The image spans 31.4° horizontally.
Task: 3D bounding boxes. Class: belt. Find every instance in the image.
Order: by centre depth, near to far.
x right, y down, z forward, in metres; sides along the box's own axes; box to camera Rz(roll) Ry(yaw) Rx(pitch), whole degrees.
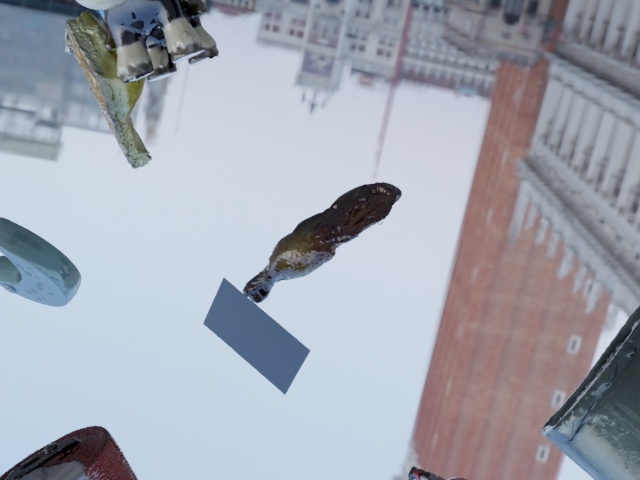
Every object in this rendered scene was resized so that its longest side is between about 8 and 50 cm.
[{"bbox_3d":[-0.350,0.333,1.515,0.201,0.124,0.128,-33,-155,-21],"label":"belt"}]

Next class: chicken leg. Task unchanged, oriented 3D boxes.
[{"bbox_3d":[-0.002,0.000,1.944,0.083,0.322,0.177,55,173,4],"label":"chicken leg"}]

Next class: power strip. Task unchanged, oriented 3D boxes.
[{"bbox_3d":[-0.482,0.051,1.901,0.167,0.054,0.253,29,156,-2],"label":"power strip"}]

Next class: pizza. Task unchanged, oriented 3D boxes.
[{"bbox_3d":[-0.263,-0.204,1.499,0.080,0.204,0.188,-27,176,-12],"label":"pizza"}]

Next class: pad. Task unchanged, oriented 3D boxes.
[{"bbox_3d":[-0.108,0.159,1.887,0.190,0.127,0.004,40,-136,12],"label":"pad"}]

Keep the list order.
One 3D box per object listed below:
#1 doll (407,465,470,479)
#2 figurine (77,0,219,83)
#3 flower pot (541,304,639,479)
[{"bbox_3d":[0.180,0.334,1.483,0.109,0.057,0.169,44,171,-29],"label":"doll"},{"bbox_3d":[-0.240,-0.387,1.372,0.241,0.412,0.306,-21,155,28],"label":"figurine"},{"bbox_3d":[0.330,0.141,1.129,0.108,0.229,0.103,39,166,7],"label":"flower pot"}]
